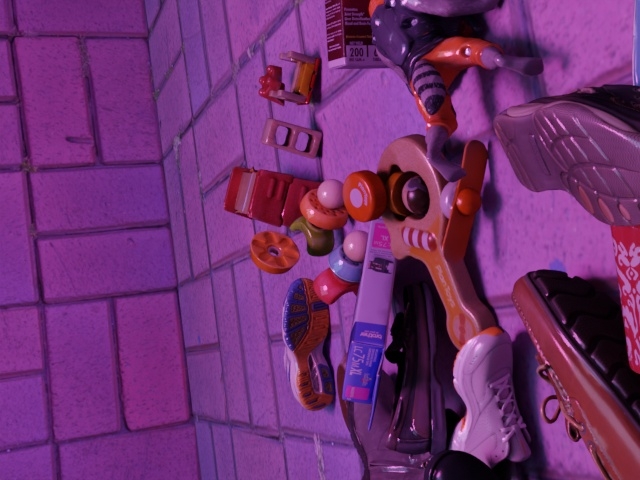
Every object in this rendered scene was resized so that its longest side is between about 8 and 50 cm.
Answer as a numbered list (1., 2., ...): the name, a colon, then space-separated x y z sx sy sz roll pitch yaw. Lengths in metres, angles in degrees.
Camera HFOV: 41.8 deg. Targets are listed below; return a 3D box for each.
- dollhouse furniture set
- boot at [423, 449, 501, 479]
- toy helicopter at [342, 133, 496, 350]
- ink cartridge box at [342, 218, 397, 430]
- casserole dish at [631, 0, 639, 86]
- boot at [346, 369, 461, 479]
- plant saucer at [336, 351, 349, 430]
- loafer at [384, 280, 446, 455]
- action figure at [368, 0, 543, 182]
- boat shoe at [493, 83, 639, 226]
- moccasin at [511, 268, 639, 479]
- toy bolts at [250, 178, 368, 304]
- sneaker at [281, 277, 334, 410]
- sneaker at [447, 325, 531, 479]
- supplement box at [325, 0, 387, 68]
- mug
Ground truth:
1. dollhouse furniture set: -0.077 -0.214 1.855 0.201 0.152 0.373 20 96 66
2. boot: 0.270 0.366 1.075 0.246 0.094 0.207 48 156 -5
3. toy helicopter: 0.192 0.001 1.284 0.235 0.140 0.354 -35 73 54
4. ink cartridge box: 0.084 0.137 1.404 0.185 0.065 0.311 95 -177 -51
5. casserole dish: 0.371 -0.218 0.876 0.114 0.037 0.188 -161 68 -65
6. boot: 0.158 0.335 1.426 0.223 0.118 0.338 -44 38 39
7. plant saucer: 0.068 0.315 1.669 0.198 0.036 0.198 171 90 -78
8. loafer: 0.142 0.195 1.337 0.109 0.095 0.302 85 -177 -54
9. action figure: 0.168 -0.301 1.163 0.330 0.179 0.341 63 146 39
10. boat shoe: 0.299 -0.114 0.879 0.132 0.130 0.355 62 178 -17
11. moccasin: 0.331 0.193 0.956 0.380 0.139 0.147 58 138 30
12. toy bolts: 0.000 0.000 1.627 0.228 0.218 0.158 50 136 26
13. sneaker: -0.048 0.229 1.874 0.131 0.112 0.296 -174 80 -67
14. sneaker: 0.258 0.247 1.194 0.121 0.099 0.262 37 136 51
15. supplement box: 0.078 -0.413 1.408 0.073 0.130 0.239 -170 74 -67
16. mug: 0.372 0.046 0.882 0.113 0.150 0.169 -3 97 30
